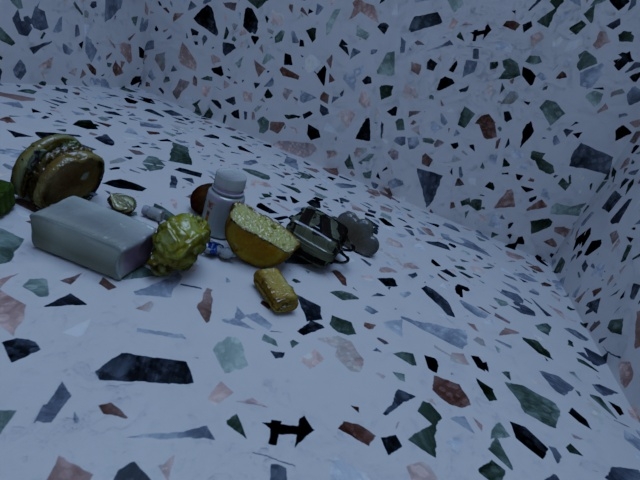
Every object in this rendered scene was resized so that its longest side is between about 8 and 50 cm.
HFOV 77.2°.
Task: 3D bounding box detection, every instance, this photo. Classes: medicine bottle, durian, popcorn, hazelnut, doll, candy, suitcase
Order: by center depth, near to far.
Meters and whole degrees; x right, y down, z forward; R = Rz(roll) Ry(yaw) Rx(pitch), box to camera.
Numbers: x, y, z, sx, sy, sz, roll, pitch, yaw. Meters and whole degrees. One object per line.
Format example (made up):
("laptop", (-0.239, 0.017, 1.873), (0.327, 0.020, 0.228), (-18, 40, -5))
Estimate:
("candy", (-0.789, -0.015, 1.401), (0.358, 0.145, 0.208), (21, 25, 1))
("popcorn", (-0.524, 0.010, 1.460), (0.192, 0.233, 0.266), (44, 62, -8))
("doll", (-0.457, 0.032, 1.673), (0.227, 0.057, 0.114), (18, 16, 17))
("durian", (-0.863, -0.154, 1.720), (0.140, 0.071, 0.110), (34, 29, -2))
("medicine bottle", (-0.739, -0.122, 1.772), (0.089, 0.052, 0.052), (20, 24, -1))
("medicine bottle", (-0.434, -0.166, 1.811), (0.170, 0.293, 0.170), (17, 26, -8))
("suitcase", (0.000, 0.000, 1.934), (0.339, 0.194, 0.351), (30, 21, 4))
("hazelnut", (-0.522, -0.210, 1.969), (0.181, 0.181, 0.212), (36, 29, 29))

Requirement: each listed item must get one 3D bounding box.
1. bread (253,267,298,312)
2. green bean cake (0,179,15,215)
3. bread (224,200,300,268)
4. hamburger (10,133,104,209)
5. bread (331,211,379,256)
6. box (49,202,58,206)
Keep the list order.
("bread", (-0.171, 0.190, 1.528), (0.114, 0.083, 0.211), (-4, 34, -34))
("green bean cake", (-1.214, -0.155, 1.395), (0.214, 0.113, 0.200), (15, 24, -14))
("bread", (-0.272, 0.002, 1.719), (0.340, 0.179, 0.194), (32, 28, -12))
("hamburger", (-1.037, -0.277, 1.616), (0.195, 0.277, 0.318), (33, 21, 7))
("bread", (0.178, -0.054, 2.204), (0.337, 0.183, 0.102), (27, 17, 13))
("box", (-0.973, -0.107, 1.545), (0.089, 0.062, 0.122), (27, 24, 14))
